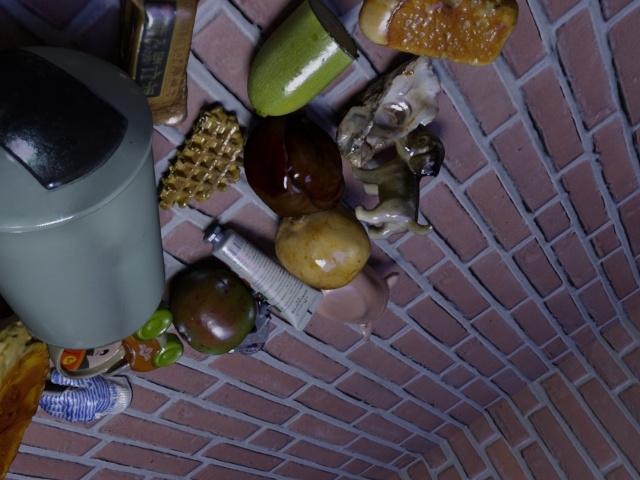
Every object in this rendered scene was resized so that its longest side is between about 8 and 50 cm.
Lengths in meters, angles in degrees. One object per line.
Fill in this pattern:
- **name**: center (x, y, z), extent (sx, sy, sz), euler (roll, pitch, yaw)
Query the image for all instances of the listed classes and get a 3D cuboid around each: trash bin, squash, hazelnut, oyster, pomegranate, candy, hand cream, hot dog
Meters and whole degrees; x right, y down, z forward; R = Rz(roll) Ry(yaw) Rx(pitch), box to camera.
- **trash bin**: center (-0.353, -0.049, 0.941), extent (0.280, 0.281, 0.432), euler (-17, 150, -16)
- **squash**: center (-0.037, -0.263, 1.057), extent (0.186, 0.123, 0.123), euler (-42, 141, 22)
- **hazelnut**: center (-0.044, -0.124, 1.160), extent (0.160, 0.170, 0.202), euler (-31, 164, 1)
- **oyster**: center (0.112, -0.230, 1.220), extent (0.233, 0.107, 0.161), euler (-47, 138, -7)
- **pomegranate**: center (0.000, 0.000, 1.334), extent (0.196, 0.196, 0.196), euler (-18, 142, -15)
- **candy**: center (-0.235, -0.257, 0.953), extent (0.143, 0.101, 0.271), euler (-8, 143, -27)
- **hand cream**: center (-0.111, 0.066, 1.347), extent (0.276, 0.059, 0.095), euler (41, 71, -22)
- **pomegranate**: center (-0.196, 0.123, 1.374), extent (0.210, 0.179, 0.180), euler (-45, 152, -31)
- **hot dog**: center (0.164, -0.359, 1.042), extent (0.256, 0.153, 0.150), euler (2, 138, -31)

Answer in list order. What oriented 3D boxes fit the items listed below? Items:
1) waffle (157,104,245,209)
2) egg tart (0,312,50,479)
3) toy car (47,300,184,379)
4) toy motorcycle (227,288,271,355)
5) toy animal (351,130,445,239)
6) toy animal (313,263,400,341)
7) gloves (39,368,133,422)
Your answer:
- **waffle**: center (-0.203, -0.136, 1.153), extent (0.160, 0.046, 0.192), euler (-16, 140, -17)
- **egg tart**: center (-0.616, 0.307, 1.172), extent (0.178, 0.443, 0.443), euler (20, 130, -3)
- **toy car**: center (-0.388, 0.175, 1.281), extent (0.235, 0.145, 0.235), euler (-28, 145, -22)
- **toy motorcycle**: center (-0.166, 0.176, 1.518), extent (0.122, 0.080, 0.215), euler (-9, 134, -28)
- **toy animal**: center (0.145, -0.109, 1.312), extent (0.168, 0.233, 0.121), euler (-3, 147, 24)
- **toy animal**: center (0.061, 0.108, 1.518), extent (0.166, 0.154, 0.250), euler (-50, 142, 13)
- **gloves**: center (-0.510, 0.328, 1.468), extent (0.229, 0.097, 0.119), euler (9, 99, -34)
